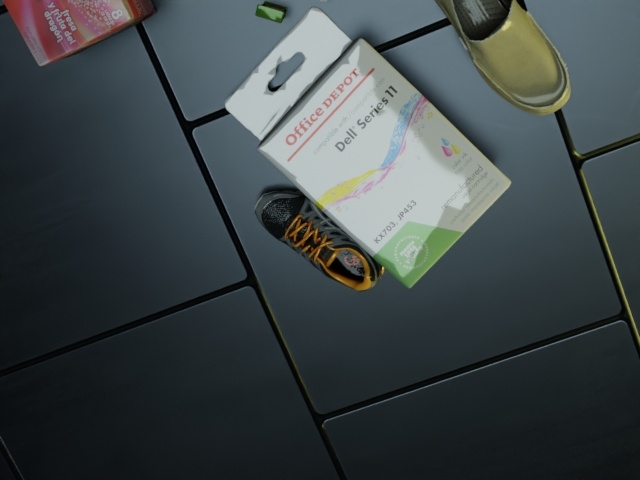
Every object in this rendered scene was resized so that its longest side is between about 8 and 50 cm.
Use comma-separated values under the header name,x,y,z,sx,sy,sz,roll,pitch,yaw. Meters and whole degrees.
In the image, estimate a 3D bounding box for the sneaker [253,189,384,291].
name,x,y,z,sx,sy,sz,roll,pitch,yaw
sneaker,0.000,0.000,1.414,0.215,0.083,0.084,31,108,-5

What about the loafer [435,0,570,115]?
name,x,y,z,sx,sy,sz,roll,pitch,yaw
loafer,0.235,-0.271,1.307,0.102,0.092,0.268,-41,100,14

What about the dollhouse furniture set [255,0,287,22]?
name,x,y,z,sx,sy,sz,roll,pitch,yaw
dollhouse furniture set,-0.051,-0.372,1.313,0.076,0.058,0.151,17,108,-2

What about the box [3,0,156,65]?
name,x,y,z,sx,sy,sz,roll,pitch,yaw
box,-0.357,-0.397,1.280,0.142,0.154,0.300,-24,103,10

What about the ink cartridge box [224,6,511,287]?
name,x,y,z,sx,sy,sz,roll,pitch,yaw
ink cartridge box,0.056,-0.131,1.337,0.353,0.119,0.207,42,97,-9
